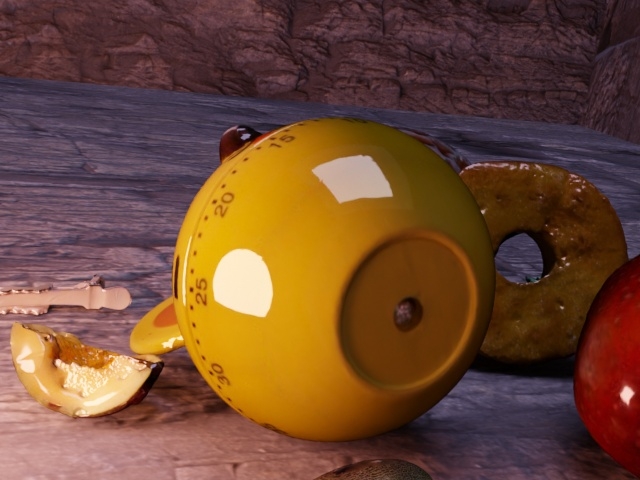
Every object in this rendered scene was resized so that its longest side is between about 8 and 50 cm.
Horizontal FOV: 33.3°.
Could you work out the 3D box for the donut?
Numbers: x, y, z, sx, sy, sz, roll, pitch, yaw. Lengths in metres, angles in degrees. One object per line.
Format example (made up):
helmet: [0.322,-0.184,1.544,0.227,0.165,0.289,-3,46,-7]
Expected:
donut: [0.267,0.030,1.473,0.303,0.303,0.110,6,-10,-12]

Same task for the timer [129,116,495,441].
timer: [-0.011,0.033,1.151,0.376,0.376,0.387,1,7,-29]

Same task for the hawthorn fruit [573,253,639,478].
hawthorn fruit: [0.409,0.149,1.142,0.284,0.285,0.369,16,26,23]

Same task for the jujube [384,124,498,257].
jujube: [0.136,-0.039,1.612,0.308,0.247,0.215,15,-13,-30]

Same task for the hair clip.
hair clip: [-0.358,0.071,1.354,0.226,0.034,0.072,-3,16,-34]

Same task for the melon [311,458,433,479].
melon: [0.031,0.234,0.886,0.162,0.099,0.099,-9,23,-36]

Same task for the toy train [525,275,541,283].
toy train: [0.364,0.108,1.611,0.099,0.070,0.172,13,12,-29]

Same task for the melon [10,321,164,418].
melon: [-0.241,0.141,1.115,0.160,0.079,0.128,13,-5,4]
